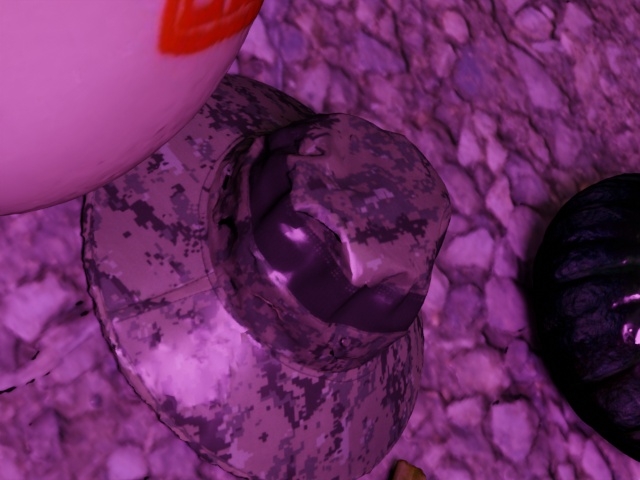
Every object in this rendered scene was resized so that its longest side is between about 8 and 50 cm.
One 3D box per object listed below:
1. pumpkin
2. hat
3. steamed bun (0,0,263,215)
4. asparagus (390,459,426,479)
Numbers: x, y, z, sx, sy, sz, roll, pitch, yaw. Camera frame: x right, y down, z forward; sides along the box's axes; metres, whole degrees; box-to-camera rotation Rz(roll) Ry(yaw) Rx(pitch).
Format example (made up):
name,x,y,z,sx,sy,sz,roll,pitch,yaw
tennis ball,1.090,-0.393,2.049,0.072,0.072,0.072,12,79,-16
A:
name,x,y,z,sx,sy,sz,roll,pitch,yaw
pumpkin,0.232,0.050,1.119,0.202,0.140,0.202,18,61,-36
hat,0.000,0.000,0.962,0.265,0.128,0.265,21,55,-32
steamed bun,-0.140,-0.203,0.774,0.374,0.241,0.374,-15,90,-81
asparagus,0.032,0.238,0.945,0.024,0.025,0.248,73,24,-54
